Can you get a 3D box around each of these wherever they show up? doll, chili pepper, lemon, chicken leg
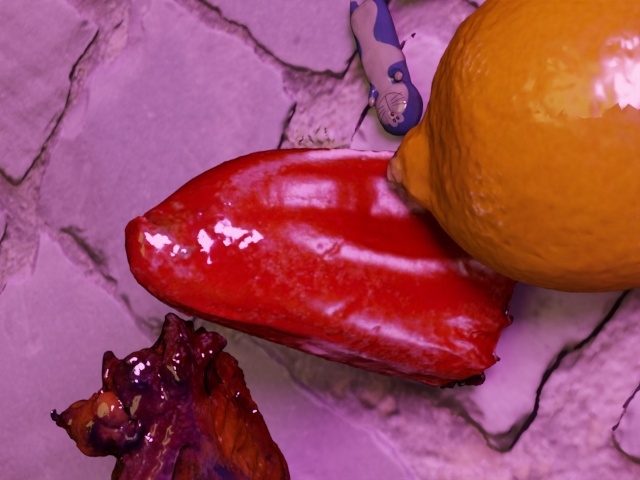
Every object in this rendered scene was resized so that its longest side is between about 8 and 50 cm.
[{"bbox_3d":[0.045,-0.131,0.863,0.037,0.027,0.125,-36,60,36],"label":"doll"},{"bbox_3d":[0.000,0.000,0.734,0.136,0.253,0.144,42,113,55],"label":"chili pepper"},{"bbox_3d":[0.150,-0.063,0.666,0.244,0.187,0.186,-16,71,37],"label":"lemon"},{"bbox_3d":[-0.084,0.217,0.797,0.096,0.158,0.407,33,132,35],"label":"chicken leg"}]
